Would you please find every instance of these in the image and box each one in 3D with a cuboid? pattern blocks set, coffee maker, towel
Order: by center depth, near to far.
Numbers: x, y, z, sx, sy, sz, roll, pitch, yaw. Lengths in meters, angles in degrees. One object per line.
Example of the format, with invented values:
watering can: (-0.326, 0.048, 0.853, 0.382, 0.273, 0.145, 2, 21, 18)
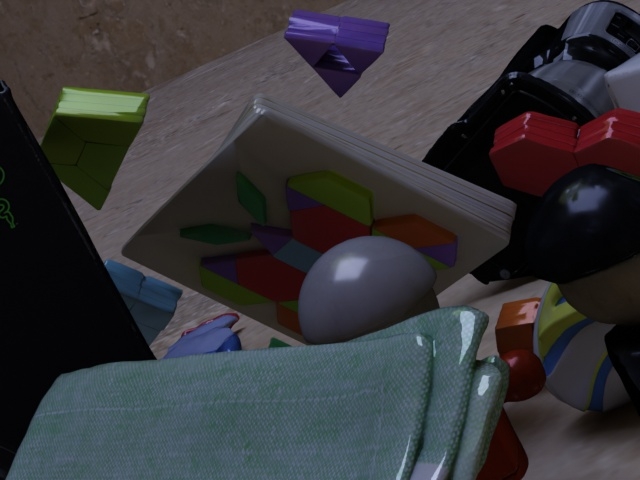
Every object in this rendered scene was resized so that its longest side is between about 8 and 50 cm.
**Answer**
towel: (-0.085, 0.167, 0.544, 0.248, 0.038, 0.325, -12, 45, 51)
pattern blocks set: (0.000, 0.000, 0.934, 0.325, 0.285, 0.026, 114, 173, -58)
coffee maker: (0.130, -0.060, 1.208, 0.171, 0.120, 0.178, -22, 12, 30)

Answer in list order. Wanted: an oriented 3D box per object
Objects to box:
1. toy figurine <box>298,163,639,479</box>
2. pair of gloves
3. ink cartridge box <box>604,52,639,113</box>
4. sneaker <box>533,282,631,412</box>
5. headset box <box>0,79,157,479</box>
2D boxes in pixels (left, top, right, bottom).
toy figurine: (0.040, 0.081, 0.699, 0.209, 0.148, 0.213, -36, 14, -37)
pair of gloves: (-0.139, 0.107, 1.352, 0.198, 0.023, 0.159, -24, 10, 12)
ink cartridge box: (0.326, -0.106, 0.922, 0.306, 0.131, 0.226, -32, 12, -26)
sneaker: (0.174, 0.027, 0.789, 0.091, 0.126, 0.240, 2, -39, -29)
headset box: (-0.188, 0.091, 0.856, 0.246, 0.283, 0.131, -28, 10, -6)
